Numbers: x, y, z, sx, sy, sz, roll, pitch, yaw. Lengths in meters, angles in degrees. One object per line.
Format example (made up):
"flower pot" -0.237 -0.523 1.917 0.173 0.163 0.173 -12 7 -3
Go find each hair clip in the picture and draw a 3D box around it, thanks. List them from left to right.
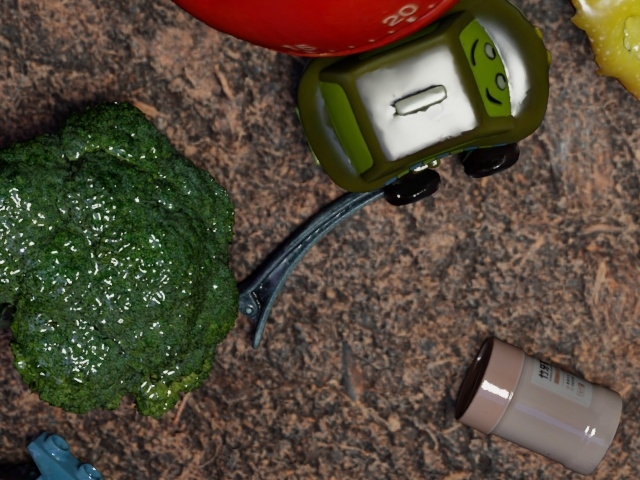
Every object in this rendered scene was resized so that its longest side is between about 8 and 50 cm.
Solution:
"hair clip" 0.000 0.000 1.432 0.275 0.048 0.083 -42 95 15

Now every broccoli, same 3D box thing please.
"broccoli" -0.237 0.028 1.358 0.283 0.304 0.321 -13 84 44

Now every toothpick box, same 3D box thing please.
"toothpick box" 0.229 0.175 1.432 0.149 0.098 0.098 24 108 -2

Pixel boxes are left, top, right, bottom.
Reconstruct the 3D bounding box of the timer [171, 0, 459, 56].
"timer" 0.000 -0.350 1.178 0.378 0.279 0.378 1 91 28

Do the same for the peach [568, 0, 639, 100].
"peach" 0.374 -0.242 1.236 0.362 0.201 0.257 24 134 0

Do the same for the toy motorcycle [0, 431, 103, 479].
"toy motorcycle" -0.193 0.372 1.520 0.416 0.172 0.232 42 101 2

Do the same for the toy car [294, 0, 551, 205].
"toy car" 0.100 -0.138 1.285 0.248 0.198 0.204 -21 97 4
